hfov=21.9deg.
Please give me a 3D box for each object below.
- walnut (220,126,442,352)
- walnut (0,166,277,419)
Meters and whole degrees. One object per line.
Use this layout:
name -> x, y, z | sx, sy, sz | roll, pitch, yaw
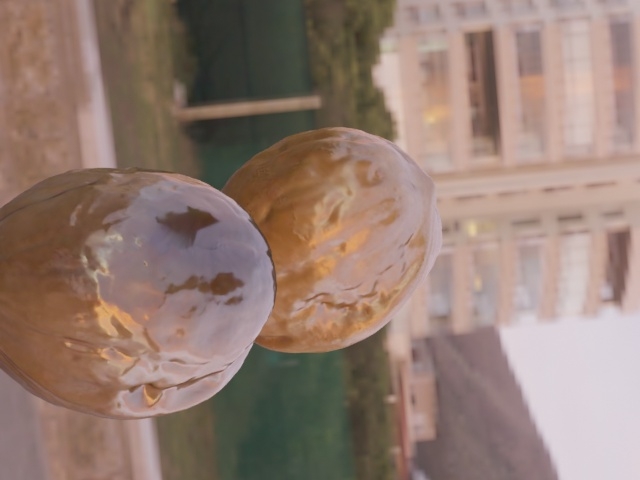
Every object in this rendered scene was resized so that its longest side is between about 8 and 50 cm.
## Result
walnut -> 0.000, 0.000, 1.075 | 0.166, 0.166, 0.149 | 89, -15, -63
walnut -> -0.105, 0.026, 0.874 | 0.140, 0.162, 0.140 | 27, -58, 52
